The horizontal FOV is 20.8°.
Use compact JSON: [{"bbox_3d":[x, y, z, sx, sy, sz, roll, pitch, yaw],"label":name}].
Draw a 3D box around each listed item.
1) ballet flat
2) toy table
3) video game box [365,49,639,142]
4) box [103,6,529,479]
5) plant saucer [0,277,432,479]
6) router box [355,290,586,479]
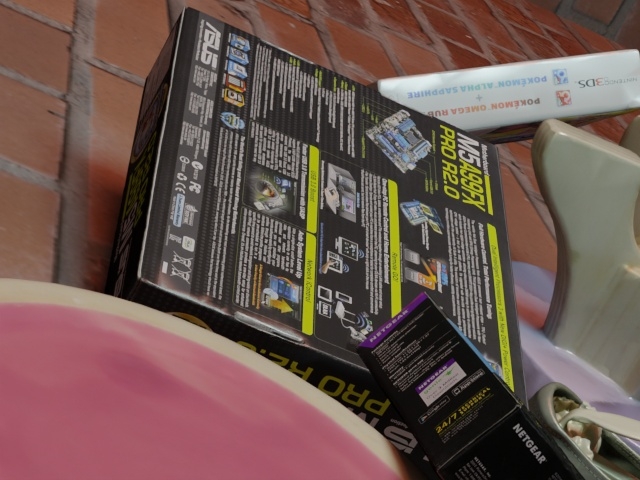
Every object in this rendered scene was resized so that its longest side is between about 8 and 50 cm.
[{"bbox_3d":[0.193,0.147,0.911,0.213,0.068,0.072,32,18,14],"label":"ballet flat"},{"bbox_3d":[0.211,0.034,1.109,0.252,0.161,0.274,16,21,-31],"label":"toy table"},{"bbox_3d":[0.103,-0.091,1.230,0.187,0.048,0.205,-6,-1,-14],"label":"video game box"},{"bbox_3d":[0.000,0.000,0.950,0.216,0.060,0.270,23,33,-15],"label":"box"},{"bbox_3d":[-0.060,0.112,0.612,0.332,0.084,0.332,24,18,-8],"label":"plant saucer"},{"bbox_3d":[0.095,0.117,0.739,0.179,0.046,0.133,52,1,-22],"label":"router box"}]
